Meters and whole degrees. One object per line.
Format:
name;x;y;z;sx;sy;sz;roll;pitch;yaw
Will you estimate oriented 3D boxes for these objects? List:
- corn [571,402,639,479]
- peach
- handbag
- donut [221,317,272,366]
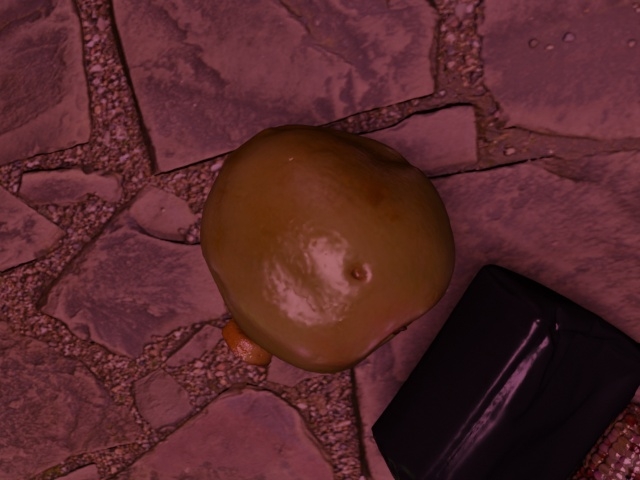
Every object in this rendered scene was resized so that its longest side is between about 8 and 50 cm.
corn;0.375;0.351;0.788;0.092;0.092;0.280;26;102;10
peach;0.002;0.005;0.740;0.316;0.314;0.281;36;120;12
handbag;0.247;0.193;0.776;0.301;0.275;0.178;-61;37;16
donut;-0.113;0.156;0.923;0.083;0.067;0.038;50;117;37
